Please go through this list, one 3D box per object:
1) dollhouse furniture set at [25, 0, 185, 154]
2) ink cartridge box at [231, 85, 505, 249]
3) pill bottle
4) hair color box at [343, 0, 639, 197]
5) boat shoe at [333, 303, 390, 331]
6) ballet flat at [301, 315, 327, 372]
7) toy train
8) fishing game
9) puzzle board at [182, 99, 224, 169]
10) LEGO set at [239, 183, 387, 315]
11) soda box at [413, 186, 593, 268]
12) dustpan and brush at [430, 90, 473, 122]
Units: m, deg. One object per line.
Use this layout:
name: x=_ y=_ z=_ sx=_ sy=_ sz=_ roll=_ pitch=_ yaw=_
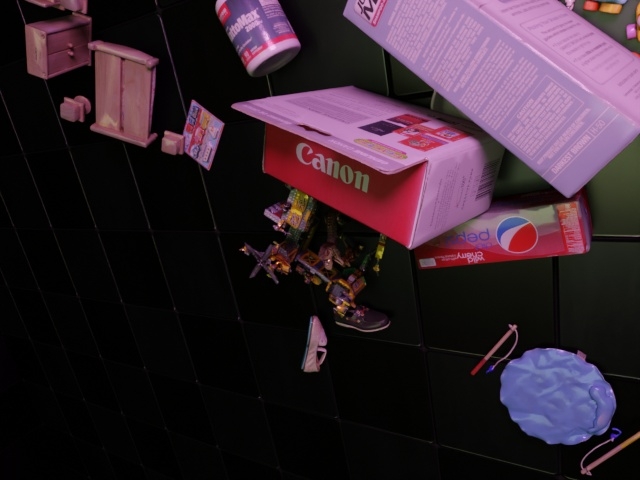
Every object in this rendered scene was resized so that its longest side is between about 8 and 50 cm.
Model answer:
dollhouse furniture set: x=-0.438 y=-0.405 z=1.077 sx=0.355 sy=0.174 sz=0.304 roll=19 pitch=124 yaw=0
ink cartridge box: x=0.061 y=-0.122 z=0.707 sx=0.309 sy=0.271 sz=0.130 roll=31 pitch=128 yaw=37
pill bottle: x=-0.122 y=-0.396 z=0.847 sx=0.107 sy=0.108 sz=0.180 roll=-25 pitch=96 yaw=38
hair color box: x=0.231 y=-0.244 z=0.608 sx=0.374 sy=0.185 sz=0.114 roll=45 pitch=140 yaw=14
boat shoe: x=0.083 y=0.160 z=1.009 sx=0.132 sy=0.049 sz=0.042 roll=4 pitch=121 yaw=37
ballet flat: x=-0.009 y=0.241 z=1.116 sx=0.052 sy=0.057 sz=0.168 roll=9 pitch=124 yaw=-2
toy train: x=0.378 y=-0.273 z=0.618 sx=0.125 sy=0.046 sz=0.166 roll=-36 pitch=90 yaw=38
fishing game: x=0.417 y=0.273 z=0.854 sx=0.264 sy=0.041 sz=0.189 roll=39 pitch=120 yaw=19
puzzle board: x=-0.271 y=-0.235 z=1.080 sx=0.096 sy=0.011 sz=0.128 roll=39 pitch=127 yaw=13
LEGO set: x=0.000 y=0.000 z=0.897 sx=0.255 sy=0.192 sz=0.331 roll=41 pitch=128 yaw=11
soda box: x=0.282 y=-0.018 z=0.769 sx=0.263 sy=0.092 sz=0.084 roll=-8 pitch=107 yaw=36
dustpan and brush: x=0.209 y=-0.227 z=0.740 sx=0.211 sy=0.060 sz=0.147 roll=49 pitch=129 yaw=4
